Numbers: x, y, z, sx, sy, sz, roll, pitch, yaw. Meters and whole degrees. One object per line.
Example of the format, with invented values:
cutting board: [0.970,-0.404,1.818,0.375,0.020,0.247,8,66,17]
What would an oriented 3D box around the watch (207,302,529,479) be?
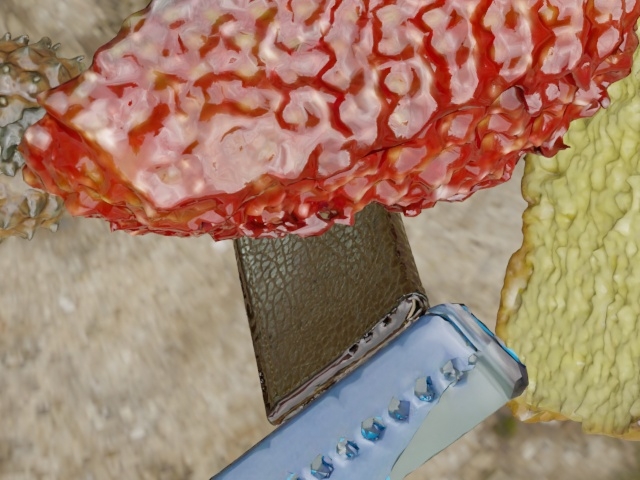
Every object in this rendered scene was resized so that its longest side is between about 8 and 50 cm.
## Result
watch: [-0.043,0.133,0.847,0.274,0.276,0.068,-34,85,-5]

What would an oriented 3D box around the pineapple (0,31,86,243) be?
pineapple: [-0.228,-0.075,1.445,0.166,0.193,0.166,-4,98,-29]

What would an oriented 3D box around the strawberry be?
strawberry: [0.028,-0.057,0.722,0.286,0.188,0.106,-32,73,-37]

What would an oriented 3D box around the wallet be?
wallet: [0.000,0.000,1.281,0.133,0.243,0.039,-39,126,19]

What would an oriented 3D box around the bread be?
bread: [0.241,-0.035,1.199,0.179,0.194,0.340,8,97,-27]
